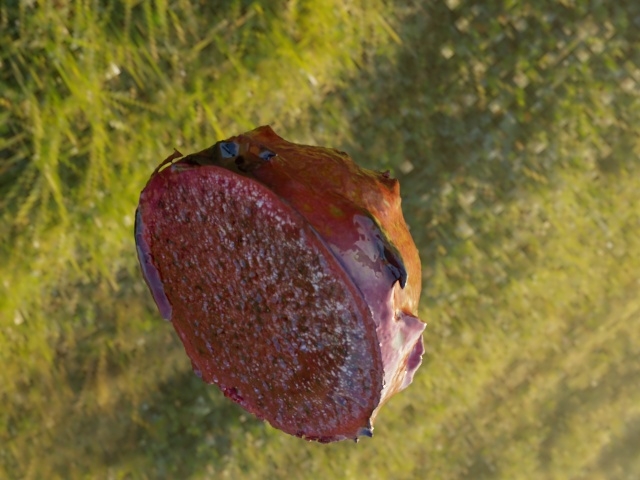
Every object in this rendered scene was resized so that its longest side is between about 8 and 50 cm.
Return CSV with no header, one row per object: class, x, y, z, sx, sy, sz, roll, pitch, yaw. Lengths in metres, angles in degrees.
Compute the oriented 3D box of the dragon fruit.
dragon fruit,0.000,0.000,0.616,0.111,0.153,0.153,-41,158,-39
